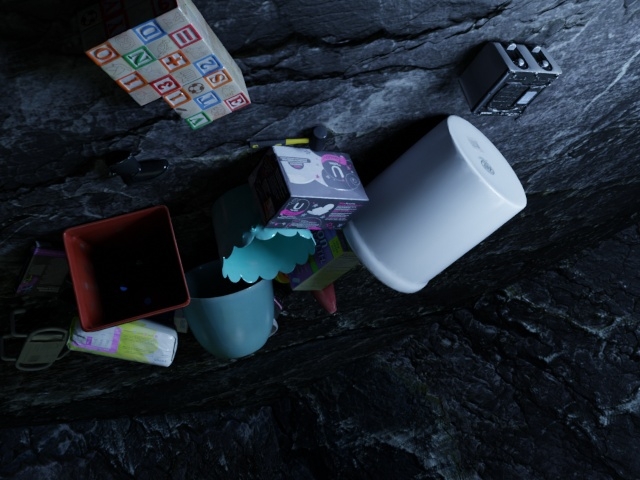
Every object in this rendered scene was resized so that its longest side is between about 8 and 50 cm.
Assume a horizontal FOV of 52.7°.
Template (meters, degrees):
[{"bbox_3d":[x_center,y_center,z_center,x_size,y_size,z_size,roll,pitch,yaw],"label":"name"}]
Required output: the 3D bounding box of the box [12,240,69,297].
[{"bbox_3d":[-0.717,0.077,1.688,0.116,0.029,0.162,11,117,-48],"label":"box"}]

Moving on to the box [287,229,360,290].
[{"bbox_3d":[0.000,0.000,1.881,0.117,0.214,0.243,5,148,-43],"label":"box"}]

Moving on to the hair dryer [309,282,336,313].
[{"bbox_3d":[0.049,0.106,2.116,0.223,0.080,0.294,0,110,-39],"label":"hair dryer"}]

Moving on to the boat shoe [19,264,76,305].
[{"bbox_3d":[-0.735,0.117,1.785,0.084,0.079,0.233,-20,155,8],"label":"boat shoe"}]

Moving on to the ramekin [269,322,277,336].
[{"bbox_3d":[-0.306,0.310,2.459,0.272,0.127,0.273,-15,156,-7],"label":"ramekin"}]

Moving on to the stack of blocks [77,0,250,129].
[{"bbox_3d":[-0.264,-0.316,1.148,0.171,0.087,0.297,-22,157,10],"label":"stack of blocks"}]

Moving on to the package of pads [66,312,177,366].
[{"bbox_3d":[-0.563,0.273,1.866,0.296,0.101,0.229,13,180,-13],"label":"package of pads"}]

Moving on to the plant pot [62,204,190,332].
[{"bbox_3d":[-0.488,0.093,1.707,0.267,0.267,0.236,-15,168,-7],"label":"plant pot"}]

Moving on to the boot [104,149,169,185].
[{"bbox_3d":[-0.408,-0.169,1.433,0.121,0.045,0.099,-19,153,4],"label":"boot"}]

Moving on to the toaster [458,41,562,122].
[{"bbox_3d":[0.434,-0.370,1.506,0.168,0.110,0.186,-5,153,-27],"label":"toaster"}]

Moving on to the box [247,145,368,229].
[{"bbox_3d":[-0.030,-0.132,1.633,0.247,0.163,0.142,1,147,-38],"label":"box"}]

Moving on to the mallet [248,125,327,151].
[{"bbox_3d":[-0.074,-0.239,1.530,0.189,0.039,0.062,-4,153,-21],"label":"mallet"}]

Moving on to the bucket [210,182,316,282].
[{"bbox_3d":[-0.160,-0.025,1.753,0.281,0.183,0.281,-15,157,-7],"label":"bucket"}]

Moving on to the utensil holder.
[{"bbox_3d":[0.299,-0.093,1.727,0.327,0.328,0.385,10,139,-48],"label":"utensil holder"}]

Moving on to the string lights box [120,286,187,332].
[{"bbox_3d":[-0.541,0.218,2.032,0.259,0.077,0.133,10,151,-8],"label":"string lights box"}]

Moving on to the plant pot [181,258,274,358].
[{"bbox_3d":[-0.272,0.212,1.957,0.293,0.235,0.293,-8,-159,3],"label":"plant pot"}]

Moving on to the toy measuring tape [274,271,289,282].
[{"bbox_3d":[-0.068,0.080,2.127,0.330,0.121,0.121,1,150,-38],"label":"toy measuring tape"}]

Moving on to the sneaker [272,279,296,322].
[{"bbox_3d":[-0.137,0.173,2.188,0.147,0.105,0.296,-31,-163,6],"label":"sneaker"}]

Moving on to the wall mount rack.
[{"bbox_3d":[-0.840,0.298,2.061,0.304,0.130,0.350,4,149,-34],"label":"wall mount rack"}]
